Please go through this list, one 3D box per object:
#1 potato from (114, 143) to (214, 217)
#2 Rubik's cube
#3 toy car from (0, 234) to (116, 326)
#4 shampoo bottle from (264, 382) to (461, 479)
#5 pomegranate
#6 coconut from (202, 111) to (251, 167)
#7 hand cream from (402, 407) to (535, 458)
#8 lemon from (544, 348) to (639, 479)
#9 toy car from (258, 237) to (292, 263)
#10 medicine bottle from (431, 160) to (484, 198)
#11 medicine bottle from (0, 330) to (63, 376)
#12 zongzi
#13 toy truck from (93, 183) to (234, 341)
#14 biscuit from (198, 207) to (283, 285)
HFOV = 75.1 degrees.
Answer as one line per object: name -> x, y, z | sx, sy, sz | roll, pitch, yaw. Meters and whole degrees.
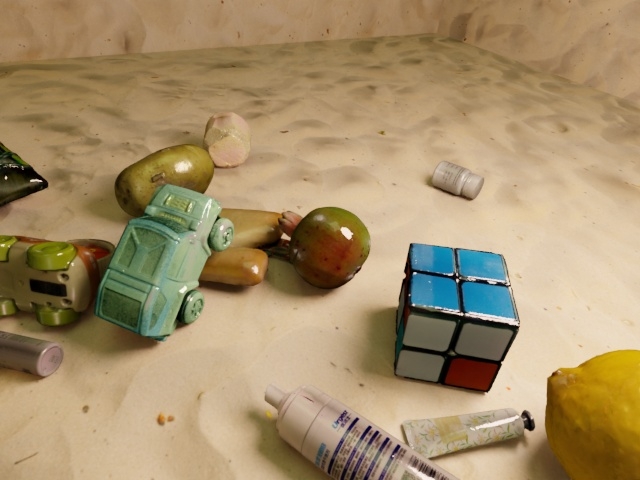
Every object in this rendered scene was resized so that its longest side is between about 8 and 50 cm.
potato -> -0.381, -0.145, 1.040 | 0.148, 0.197, 0.228 | 44, 39, 15
Rubik's cube -> 0.222, 0.129, 0.726 | 0.167, 0.180, 0.183 | 9, 36, 8
toy car -> -0.526, 0.051, 0.838 | 0.235, 0.145, 0.235 | 5, 18, -2
shampoo bottle -> 0.043, 0.291, 0.580 | 0.303, 0.092, 0.092 | 24, 43, 26
pomegranate -> 0.000, 0.000, 0.870 | 0.210, 0.180, 0.180 | 37, 48, 19
coconut -> -0.287, -0.314, 1.293 | 0.147, 0.147, 0.152 | -2, 42, -6
hand cream -> 0.227, 0.288, 0.634 | 0.195, 0.042, 0.067 | -7, 40, -5
lemon -> 0.440, 0.262, 0.529 | 0.236, 0.235, 0.263 | -19, 30, -25
toy car -> -0.085, 0.017, 0.966 | 0.122, 0.035, 0.059 | 16, 44, 13
medicine bottle -> 0.397, -0.174, 1.205 | 0.130, 0.080, 0.080 | 29, 45, 29
medicine bottle -> -0.544, 0.183, 0.708 | 0.199, 0.057, 0.057 | 9, 38, 9
zongzi -> -0.946, -0.189, 1.084 | 0.319, 0.362, 0.383 | -27, 85, -35
toy truck -> -0.284, 0.037, 0.771 | 0.155, 0.156, 0.278 | 18, 80, 14
biscuit -> -0.238, 0.002, 0.937 | 0.291, 0.062, 0.236 | 6, 39, 13
